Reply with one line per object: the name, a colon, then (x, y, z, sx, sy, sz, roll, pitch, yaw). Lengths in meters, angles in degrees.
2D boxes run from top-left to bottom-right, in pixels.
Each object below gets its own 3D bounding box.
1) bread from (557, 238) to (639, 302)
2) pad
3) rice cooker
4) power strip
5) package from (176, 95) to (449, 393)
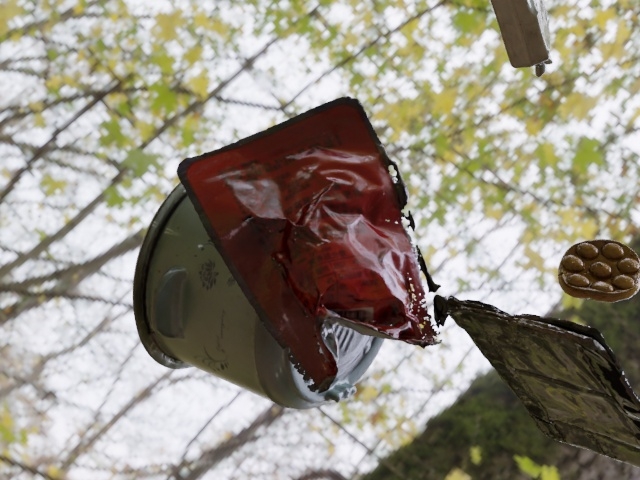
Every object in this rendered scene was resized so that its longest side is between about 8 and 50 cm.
bread: (0.358, 0.040, 1.512, 0.110, 0.110, 0.024, 24, -35, 27)
pad: (0.223, 0.134, 1.052, 0.174, 0.022, 0.233, 11, -31, 49)
rice cooker: (-0.073, 0.049, 1.400, 0.317, 0.317, 0.264, 18, -65, 33)
power strip: (0.121, -0.176, 0.762, 0.030, 0.047, 0.191, -9, -43, 19)
package: (0.000, 0.000, 1.085, 0.071, 0.194, 0.269, 113, -44, -66)
